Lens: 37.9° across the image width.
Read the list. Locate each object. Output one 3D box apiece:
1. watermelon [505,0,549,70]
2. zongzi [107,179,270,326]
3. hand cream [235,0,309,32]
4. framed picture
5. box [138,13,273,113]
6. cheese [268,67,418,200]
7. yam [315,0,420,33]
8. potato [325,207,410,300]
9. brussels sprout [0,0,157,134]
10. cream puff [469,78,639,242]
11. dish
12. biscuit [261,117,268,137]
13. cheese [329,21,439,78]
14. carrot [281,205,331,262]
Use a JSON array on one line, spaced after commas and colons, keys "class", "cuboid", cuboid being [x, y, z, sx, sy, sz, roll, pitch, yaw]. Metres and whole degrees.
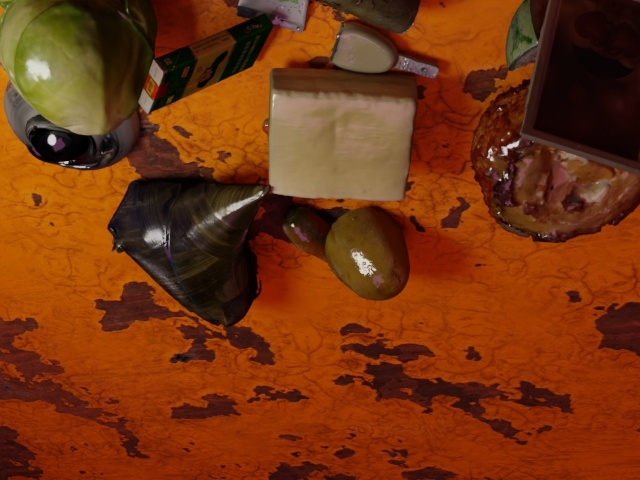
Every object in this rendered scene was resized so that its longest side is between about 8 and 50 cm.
[{"class": "watermelon", "cuboid": [0.374, -0.339, 1.500, 0.158, 0.098, 0.121, 0, 172, 16]}, {"class": "zongzi", "cuboid": [-0.180, 0.031, 1.973, 0.432, 0.208, 0.403, -6, 137, 36]}, {"class": "hand cream", "cuboid": [-0.057, -0.463, 1.489, 0.121, 0.076, 0.336, 16, 148, -3]}, {"class": "framed picture", "cuboid": [0.433, -0.264, 1.443, 0.211, 0.290, 0.020, 17, 168, -6]}, {"class": "box", "cuboid": [-0.194, -0.302, 1.587, 0.034, 0.235, 0.132, 54, 149, 7]}, {"class": "cheese", "cuboid": [0.036, -0.193, 1.718, 0.265, 0.124, 0.243, 3, 130, 0]}, {"class": "yam", "cuboid": [0.037, -0.407, 1.444, 0.259, 0.106, 0.106, 13, 147, -37]}, {"class": "potato", "cuboid": [0.114, 0.049, 1.956, 0.178, 0.158, 0.204, -7, 125, -17]}, {"class": "brussels sprout", "cuboid": [-0.404, -0.331, 1.564, 0.227, 0.259, 0.295, 22, 117, 42]}, {"class": "cream puff", "cuboid": [0.413, -0.154, 1.614, 0.350, 0.229, 0.351, -5, 128, -7]}, {"class": "dish", "cuboid": [-0.508, -0.213, 1.845, 0.273, 0.134, 0.273, 7, 143, 5]}, {"class": "biscuit", "cuboid": [-0.024, -0.173, 1.853, 0.165, 0.036, 0.225, -6, 138, 22]}, {"class": "cheese", "cuboid": [0.114, -0.321, 1.632, 0.192, 0.037, 0.097, 17, 142, -6]}, {"class": "carrot", "cuboid": [0.000, 0.000, 2.021, 0.193, 0.087, 0.087, 37, 135, -27]}]
